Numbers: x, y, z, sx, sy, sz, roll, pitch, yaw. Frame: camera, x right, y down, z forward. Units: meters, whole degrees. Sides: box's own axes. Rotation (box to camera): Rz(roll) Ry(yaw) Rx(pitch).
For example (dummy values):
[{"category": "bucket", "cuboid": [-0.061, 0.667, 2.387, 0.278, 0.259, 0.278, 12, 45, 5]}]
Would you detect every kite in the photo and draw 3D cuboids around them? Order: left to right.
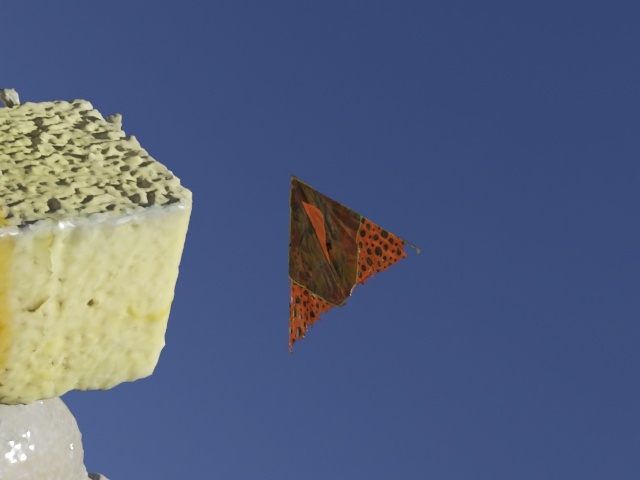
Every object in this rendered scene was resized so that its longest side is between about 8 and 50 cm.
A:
[{"category": "kite", "cuboid": [-0.001, 0.000, 1.214, 0.222, 0.008, 0.125, -43, -115, 51]}]

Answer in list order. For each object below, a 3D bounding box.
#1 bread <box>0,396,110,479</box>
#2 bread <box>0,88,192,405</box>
[{"category": "bread", "cuboid": [-0.222, 0.167, 0.860, 0.102, 0.337, 0.183, 9, -89, 28]}, {"category": "bread", "cuboid": [-0.197, 0.006, 0.755, 0.142, 0.266, 0.178, -8, -88, 55]}]
